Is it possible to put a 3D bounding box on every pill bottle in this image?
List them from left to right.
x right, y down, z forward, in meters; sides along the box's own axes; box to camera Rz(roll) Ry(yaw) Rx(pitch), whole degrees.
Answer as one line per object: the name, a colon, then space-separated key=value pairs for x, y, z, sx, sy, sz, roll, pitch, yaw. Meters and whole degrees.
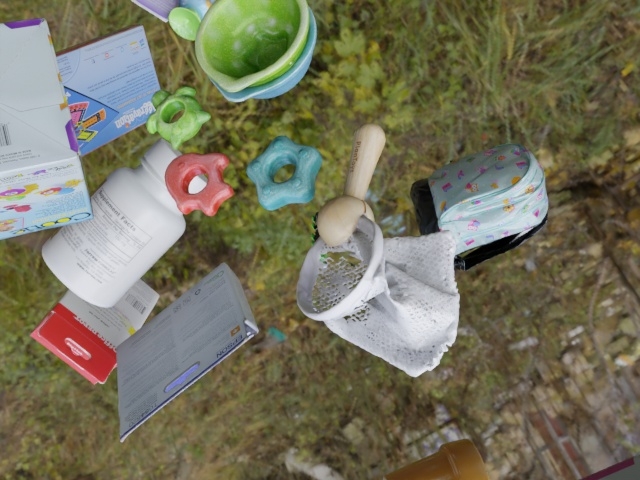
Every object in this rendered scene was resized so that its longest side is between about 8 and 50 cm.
pill bottle: x=-0.267 y=-0.028 z=1.026 sx=0.229 sy=0.131 sz=0.131 roll=-46 pitch=154 yaw=2

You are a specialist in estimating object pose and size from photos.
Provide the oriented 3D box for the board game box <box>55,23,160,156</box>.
board game box: x=-0.339 y=-0.209 z=1.057 sx=0.027 sy=0.145 sz=0.281 roll=4 pitch=-151 yaw=30

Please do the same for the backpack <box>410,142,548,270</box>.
backpack: x=0.221 y=-0.053 z=1.001 sx=0.181 sy=0.152 sz=0.115 roll=-18 pitch=134 yaw=12

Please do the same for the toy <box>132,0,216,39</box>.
toy: x=-0.105 y=-0.331 z=0.862 sx=0.237 sy=0.136 sz=0.056 roll=-65 pitch=-171 yaw=-30

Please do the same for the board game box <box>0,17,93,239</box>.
board game box: x=-0.335 y=-0.102 z=0.778 sx=0.144 sy=0.142 sz=0.275 roll=-14 pitch=173 yaw=-17

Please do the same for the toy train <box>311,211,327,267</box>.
toy train: x=0.000 y=0.000 z=0.916 sx=0.017 sy=0.083 sz=0.023 roll=-21 pitch=139 yaw=25

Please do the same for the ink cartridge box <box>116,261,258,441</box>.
ink cartridge box: x=-0.192 y=0.158 z=1.030 sx=0.223 sy=0.224 sz=0.045 roll=-38 pitch=119 yaw=4

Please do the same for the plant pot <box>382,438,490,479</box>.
plant pot: x=0.231 y=0.522 z=1.465 sx=0.187 sy=0.205 sz=0.205 roll=-10 pitch=154 yaw=-7

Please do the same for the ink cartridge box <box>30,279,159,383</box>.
ink cartridge box: x=-0.374 y=0.135 z=1.195 sx=0.078 sy=0.134 sz=0.231 roll=-39 pitch=-163 yaw=30

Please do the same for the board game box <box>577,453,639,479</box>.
board game box: x=0.310 y=0.237 z=0.432 sx=0.224 sy=0.303 sz=0.097 roll=-37 pitch=-163 yaw=30

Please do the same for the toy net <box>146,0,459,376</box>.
toy net: x=-0.019 y=-0.029 z=0.372 sx=0.122 sy=0.232 sz=0.045 roll=-32 pitch=152 yaw=5
